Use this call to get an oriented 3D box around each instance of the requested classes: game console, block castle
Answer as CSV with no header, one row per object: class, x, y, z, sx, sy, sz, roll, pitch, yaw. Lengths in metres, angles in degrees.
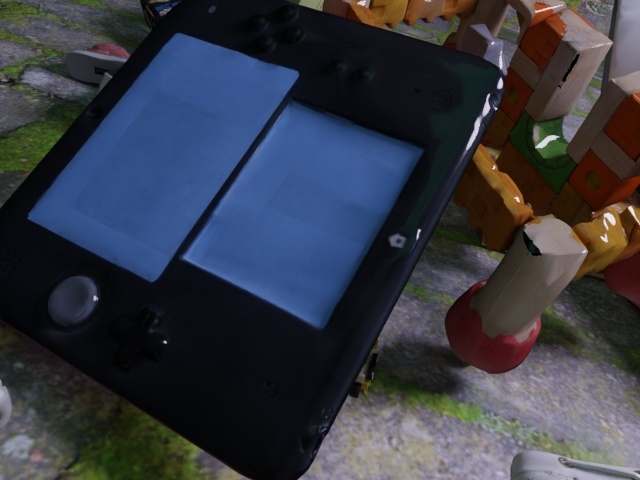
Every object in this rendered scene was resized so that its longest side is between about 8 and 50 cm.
game console,-0.073,-0.052,0.489,0.342,0.060,0.386,22,69,24
block castle,0.191,-0.103,0.661,0.303,0.213,0.453,-16,57,-21

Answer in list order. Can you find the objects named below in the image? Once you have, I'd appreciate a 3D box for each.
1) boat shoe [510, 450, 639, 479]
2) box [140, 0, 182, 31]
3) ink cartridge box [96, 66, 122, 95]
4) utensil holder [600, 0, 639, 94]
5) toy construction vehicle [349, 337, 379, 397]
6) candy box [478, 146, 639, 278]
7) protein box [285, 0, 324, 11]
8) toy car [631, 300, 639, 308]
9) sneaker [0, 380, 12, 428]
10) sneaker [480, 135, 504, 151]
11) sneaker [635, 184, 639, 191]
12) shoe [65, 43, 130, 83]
boat shoe,0.280,0.213,0.431,0.277,0.098,0.096,15,32,-1
box,-0.168,-0.430,1.119,0.295,0.073,0.293,-24,50,-17
ink cartridge box,-0.176,-0.192,0.840,0.208,0.045,0.206,37,33,-2
utensil holder,0.630,-0.231,0.848,0.385,0.328,0.327,8,27,22
toy construction vehicle,0.009,0.110,0.529,0.086,0.035,0.098,10,28,10
candy box,0.395,-0.031,0.875,0.316,0.088,0.183,16,32,-3
protein box,-0.009,-0.307,0.951,0.201,0.200,0.136,20,25,-35
toy car,0.458,0.095,0.755,0.060,0.040,0.122,10,32,-12
sneaker,-0.275,0.127,0.310,0.115,0.090,0.232,29,34,12
sneaker,0.319,-0.204,1.128,0.175,0.067,0.064,7,31,-19
sneaker,0.629,-0.109,1.073,0.283,0.124,0.107,-2,35,-28
shoe,-0.315,-0.278,0.938,0.178,0.063,0.081,18,35,7
